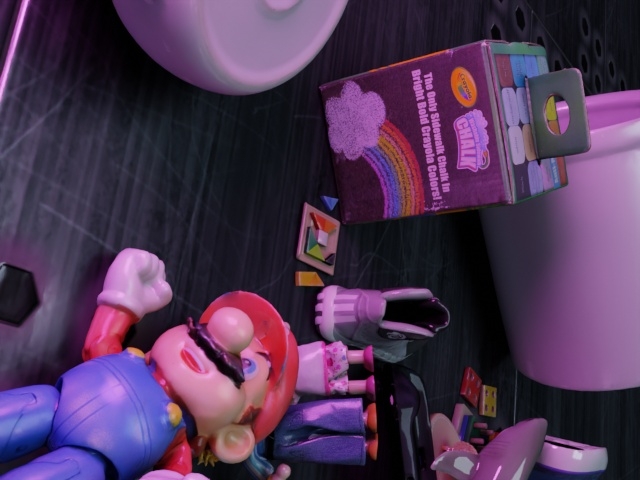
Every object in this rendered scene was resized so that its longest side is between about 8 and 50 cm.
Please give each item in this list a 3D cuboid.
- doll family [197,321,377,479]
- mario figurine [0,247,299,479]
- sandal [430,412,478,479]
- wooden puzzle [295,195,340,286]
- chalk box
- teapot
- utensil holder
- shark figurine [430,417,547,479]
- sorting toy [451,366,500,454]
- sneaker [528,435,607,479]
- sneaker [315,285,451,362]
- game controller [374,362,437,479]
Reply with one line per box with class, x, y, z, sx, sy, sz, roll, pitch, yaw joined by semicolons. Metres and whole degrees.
doll family;-0.027;0.207;0.715;0.118;0.163;0.263;47;40;-84
mario figurine;-0.129;0.101;0.570;0.320;0.170;0.198;-15;90;-51
sandal;0.206;0.328;1.003;0.088;0.079;0.240;-33;111;-53
wooden puzzle;0.000;0.000;0.895;0.078;0.014;0.116;21;68;-51
chalk box;0.175;-0.128;0.920;0.179;0.289;0.180;-16;98;-54
teapot;-0.100;-0.256;0.664;0.252;0.187;0.256;-59;154;-5
utensil holder;0.415;-0.007;1.207;0.327;0.327;0.385;-31;111;-51
shark figurine;0.201;0.343;0.885;0.166;0.116;0.278;13;88;-37
sorting toy;0.232;0.320;1.139;0.132;0.046;0.274;51;47;-37
sneaker;0.316;0.397;1.108;0.323;0.130;0.236;50;53;-72
sneaker;0.107;0.100;0.926;0.228;0.132;0.086;15;73;-52
game controller;0.103;0.307;0.913;0.166;0.067;0.319;-9;92;-77
